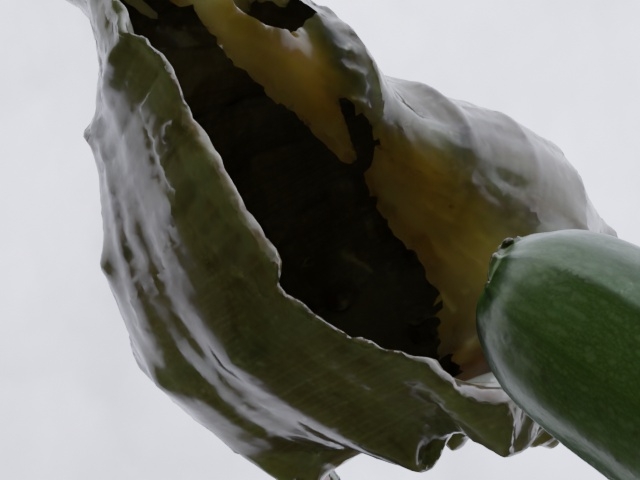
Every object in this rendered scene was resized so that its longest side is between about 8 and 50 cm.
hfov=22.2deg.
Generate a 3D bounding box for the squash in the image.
[{"bbox_3d":[0.128,0.063,0.477,0.068,0.077,0.219,-52,-135,1],"label":"squash"}]

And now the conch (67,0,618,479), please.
[{"bbox_3d":[-0.004,0.010,0.705,0.324,0.263,0.186,28,-77,-17],"label":"conch"}]

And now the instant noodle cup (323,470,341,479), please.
[{"bbox_3d":[-0.065,0.286,1.175,0.182,0.230,0.230,-8,-73,-11],"label":"instant noodle cup"}]
